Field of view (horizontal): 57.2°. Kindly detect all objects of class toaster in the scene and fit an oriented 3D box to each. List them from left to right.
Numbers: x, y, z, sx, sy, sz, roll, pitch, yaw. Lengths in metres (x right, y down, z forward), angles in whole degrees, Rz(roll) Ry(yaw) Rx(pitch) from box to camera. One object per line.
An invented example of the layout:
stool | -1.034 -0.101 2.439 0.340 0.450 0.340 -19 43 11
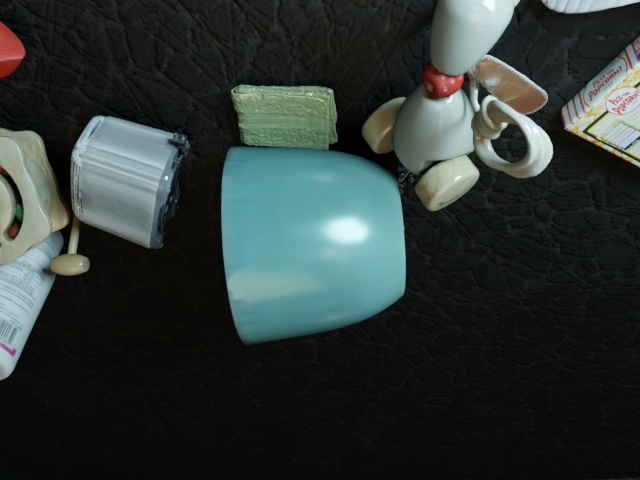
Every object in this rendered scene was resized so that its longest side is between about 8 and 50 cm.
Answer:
toaster | -0.294 -0.095 0.907 0.146 0.129 0.227 17 141 -9

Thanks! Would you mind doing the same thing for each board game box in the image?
board game box | 0.443 -0.168 0.768 0.193 0.045 0.147 22 139 -17

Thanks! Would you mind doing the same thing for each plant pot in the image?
plant pot | 0.000 0.000 0.864 0.235 0.293 0.293 -4 140 3

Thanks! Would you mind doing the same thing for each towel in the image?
towel | -0.050 -0.178 0.847 0.148 0.027 0.110 2 142 5

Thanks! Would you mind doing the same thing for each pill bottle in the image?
pill bottle | -0.579 0.091 1.053 0.160 0.283 0.160 4 141 3

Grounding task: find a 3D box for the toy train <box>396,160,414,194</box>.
toy train | 0.114 -0.085 0.937 0.036 0.027 0.158 30 138 -8

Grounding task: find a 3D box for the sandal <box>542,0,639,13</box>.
sandal | 0.362 -0.304 0.602 0.265 0.076 0.102 5 131 36

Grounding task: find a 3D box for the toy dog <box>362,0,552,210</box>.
toy dog | 0.176 -0.175 0.704 0.220 0.161 0.333 59 162 -2

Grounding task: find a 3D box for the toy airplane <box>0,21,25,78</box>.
toy airplane | -0.596 -0.256 0.644 0.385 0.273 0.384 -12 171 3

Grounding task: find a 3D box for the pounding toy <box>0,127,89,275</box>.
pounding toy | -0.495 -0.059 0.970 0.154 0.155 0.270 -12 107 6
